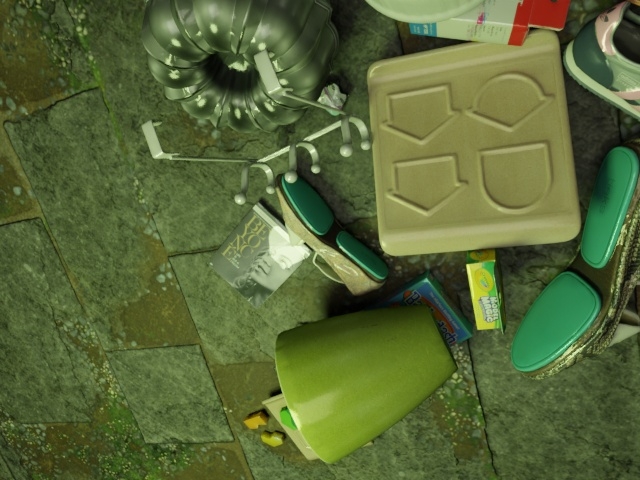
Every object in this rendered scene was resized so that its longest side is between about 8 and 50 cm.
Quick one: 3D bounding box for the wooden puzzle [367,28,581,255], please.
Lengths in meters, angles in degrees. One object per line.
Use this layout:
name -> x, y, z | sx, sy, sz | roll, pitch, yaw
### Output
wooden puzzle -> 0.254, -0.157, 0.883 | 0.322, 0.080, 0.347 | -6, 88, 18

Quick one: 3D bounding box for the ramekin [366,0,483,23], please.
ramekin -> 0.143, -0.451, 0.688 | 0.277, 0.135, 0.277 | 5, 106, 18

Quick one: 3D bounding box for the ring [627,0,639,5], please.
ring -> 0.511, -0.490, 0.694 | 0.337, 0.032, 0.336 | 2, 101, 8

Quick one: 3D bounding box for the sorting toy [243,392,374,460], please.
sorting toy -> -0.047, 0.476, 1.286 | 0.307, 0.041, 0.229 | -29, 105, 31

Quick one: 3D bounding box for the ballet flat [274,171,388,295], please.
ballet flat -> 0.000, 0.000, 1.061 | 0.316, 0.107, 0.106 | 47, 127, -2

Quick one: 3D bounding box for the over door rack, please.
over door rack -> -0.082, -0.152, 0.826 | 0.240, 0.324, 0.108 | -21, 76, 25

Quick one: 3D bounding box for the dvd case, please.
dvd case -> -0.142, 0.038, 1.169 | 0.164, 0.018, 0.221 | 43, 118, -2

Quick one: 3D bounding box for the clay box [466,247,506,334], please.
clay box -> 0.298, 0.064, 0.915 | 0.053, 0.222, 0.127 | -8, 108, 22

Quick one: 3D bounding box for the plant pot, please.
plant pot -> 0.105, 0.247, 0.999 | 0.294, 0.275, 0.274 | -26, 101, 11

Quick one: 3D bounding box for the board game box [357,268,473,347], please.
board game box -> 0.193, 0.182, 1.097 | 0.210, 0.047, 0.160 | -36, 96, 27

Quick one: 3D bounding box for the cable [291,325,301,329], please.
cable -> 0.007, 0.280, 1.200 | 0.185, 0.047, 0.150 | 10, 114, 14

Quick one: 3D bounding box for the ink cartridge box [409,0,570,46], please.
ink cartridge box -> 0.266, -0.390, 0.798 | 0.231, 0.078, 0.134 | 13, 91, 14

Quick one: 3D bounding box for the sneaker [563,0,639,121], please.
sneaker -> 0.530, -0.237, 0.751 | 0.319, 0.131, 0.112 | 28, 80, 4

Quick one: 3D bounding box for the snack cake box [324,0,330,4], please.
snack cake box -> -0.130, -0.428, 0.900 | 0.265, 0.152, 0.089 | -3, 110, 19

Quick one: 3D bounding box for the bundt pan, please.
bundt pan -> -0.139, -0.299, 0.836 | 0.331, 0.124, 0.330 | 7, 151, 4

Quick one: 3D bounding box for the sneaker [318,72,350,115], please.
sneaker -> 0.012, -0.294, 0.974 | 0.098, 0.038, 0.069 | 35, 113, -2

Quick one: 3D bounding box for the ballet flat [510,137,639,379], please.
ballet flat -> 0.514, 0.064, 0.895 | 0.182, 0.164, 0.482 | 11, 114, -8
